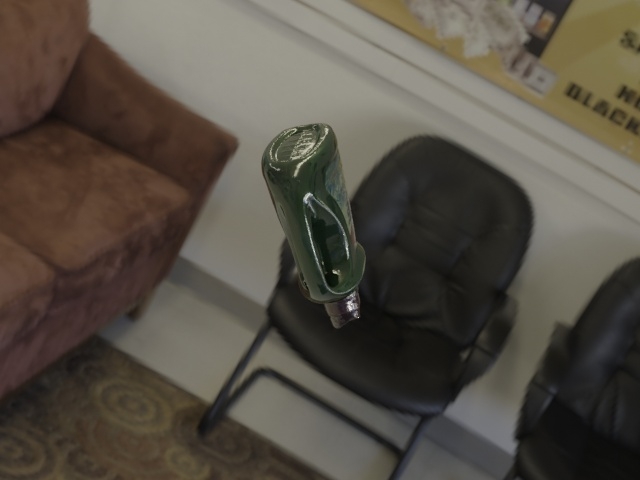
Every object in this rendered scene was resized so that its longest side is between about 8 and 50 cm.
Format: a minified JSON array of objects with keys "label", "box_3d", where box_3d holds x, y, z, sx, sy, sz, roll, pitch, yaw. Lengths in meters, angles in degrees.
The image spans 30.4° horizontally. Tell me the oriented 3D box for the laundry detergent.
[{"label":"laundry detergent","box_3d":[0.000,0.000,1.219,0.078,0.222,0.144,-8,24,12]}]
